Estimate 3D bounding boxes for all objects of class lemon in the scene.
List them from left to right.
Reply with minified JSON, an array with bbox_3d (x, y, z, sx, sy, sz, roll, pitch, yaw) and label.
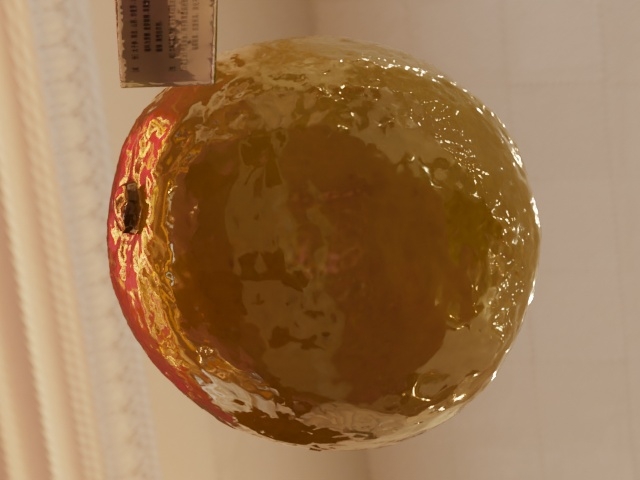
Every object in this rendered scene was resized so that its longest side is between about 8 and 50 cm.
[{"bbox_3d":[0.000,0.000,1.400,0.348,0.348,0.348,7,-70,20],"label":"lemon"}]

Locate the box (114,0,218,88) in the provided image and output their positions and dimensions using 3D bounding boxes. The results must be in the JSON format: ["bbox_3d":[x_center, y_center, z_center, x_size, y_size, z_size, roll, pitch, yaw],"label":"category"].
[{"bbox_3d":[-0.089,-0.223,0.993,0.062,0.260,0.175,-4,-116,-5],"label":"box"}]
